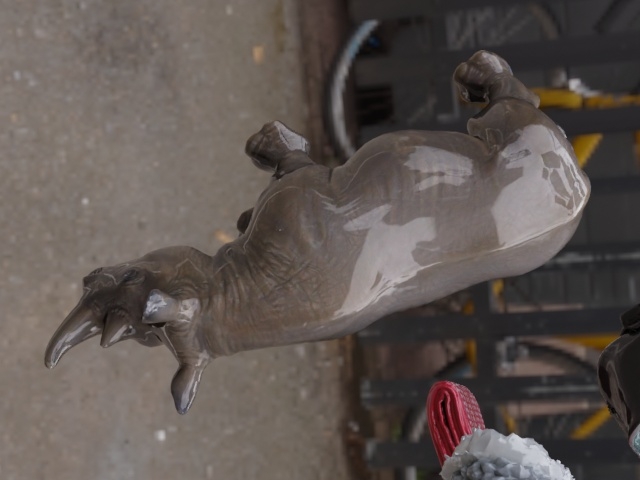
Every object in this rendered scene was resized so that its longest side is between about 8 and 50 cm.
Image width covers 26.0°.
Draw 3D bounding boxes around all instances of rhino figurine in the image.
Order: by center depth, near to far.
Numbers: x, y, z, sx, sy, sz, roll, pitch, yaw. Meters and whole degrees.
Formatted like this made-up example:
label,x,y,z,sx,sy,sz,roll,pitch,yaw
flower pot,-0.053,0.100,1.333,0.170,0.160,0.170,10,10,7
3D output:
label,x,y,z,sx,sy,sz,roll,pitch,yaw
rhino figurine,0.000,0.000,0.571,0.106,0.243,0.073,49,-24,50

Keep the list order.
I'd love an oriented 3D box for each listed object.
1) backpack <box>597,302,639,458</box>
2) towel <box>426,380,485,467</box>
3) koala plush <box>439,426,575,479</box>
label,x,y,z,sx,sy,sz,roll,pitch,yaw
backpack,0.385,0.157,1.176,0.253,0.225,0.191,47,14,-42
towel,0.133,0.215,1.141,0.275,0.031,0.199,40,35,-77
koala plush,0.125,0.181,0.507,0.221,0.203,0.196,46,21,-29
